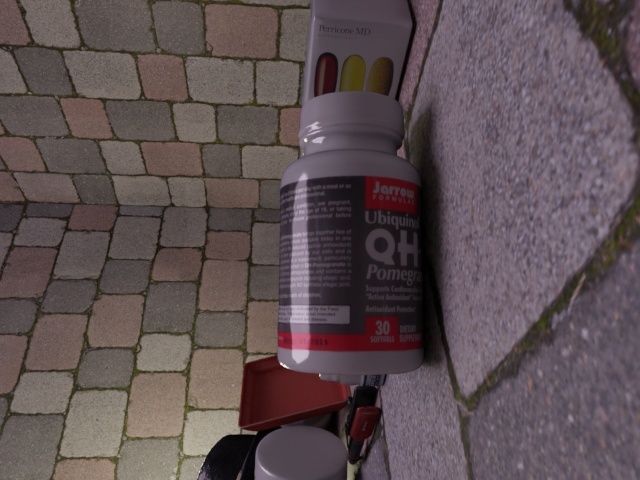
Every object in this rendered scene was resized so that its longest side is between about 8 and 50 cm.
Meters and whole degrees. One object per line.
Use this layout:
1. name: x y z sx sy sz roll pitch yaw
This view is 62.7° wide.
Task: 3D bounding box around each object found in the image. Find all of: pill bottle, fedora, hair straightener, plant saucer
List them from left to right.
1. fedora: -0.198 0.587 1.242 0.334 0.152 0.334 6 -90 -72
2. plant saucer: -0.062 0.354 1.272 0.258 0.259 0.047 -104 -2 -69
3. pill bottle: -0.044 0.615 1.107 0.224 0.224 0.392 -111 22 -76
4. pill bottle: 0.037 -0.006 0.643 0.176 0.176 0.318 130 140 -81
5. hair straightener: 0.072 0.328 0.951 0.089 0.047 0.230 -94 3 -48

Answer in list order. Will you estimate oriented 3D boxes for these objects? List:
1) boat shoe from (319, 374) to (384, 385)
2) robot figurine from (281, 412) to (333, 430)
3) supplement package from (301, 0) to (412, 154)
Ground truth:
1. boat shoe: 0.011 0.138 0.978 0.367 0.156 0.136 -100 13 -62
2. robot figurine: -0.067 0.490 1.482 0.300 0.200 0.353 48 149 32
3. supplement package: 0.044 -0.263 0.814 0.244 0.139 0.134 97 173 -52
